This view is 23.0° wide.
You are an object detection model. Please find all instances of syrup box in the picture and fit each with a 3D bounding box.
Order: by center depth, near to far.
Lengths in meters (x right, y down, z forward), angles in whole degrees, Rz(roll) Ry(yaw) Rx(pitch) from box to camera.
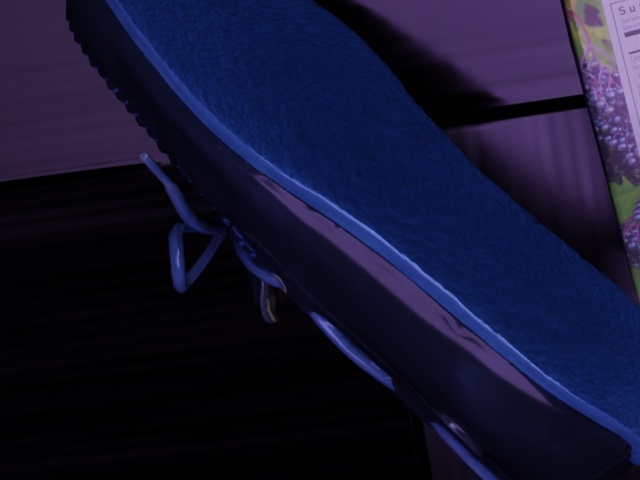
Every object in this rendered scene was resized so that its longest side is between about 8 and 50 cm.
[{"bbox_3d":[0.162,-0.095,0.715,0.096,0.093,0.237,-15,106,11],"label":"syrup box"}]

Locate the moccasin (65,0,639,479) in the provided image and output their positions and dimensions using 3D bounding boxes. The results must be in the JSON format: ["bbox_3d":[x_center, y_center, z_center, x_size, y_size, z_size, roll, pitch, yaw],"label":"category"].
[{"bbox_3d":[0.000,0.000,0.722,0.342,0.137,0.117,46,133,11],"label":"moccasin"}]
